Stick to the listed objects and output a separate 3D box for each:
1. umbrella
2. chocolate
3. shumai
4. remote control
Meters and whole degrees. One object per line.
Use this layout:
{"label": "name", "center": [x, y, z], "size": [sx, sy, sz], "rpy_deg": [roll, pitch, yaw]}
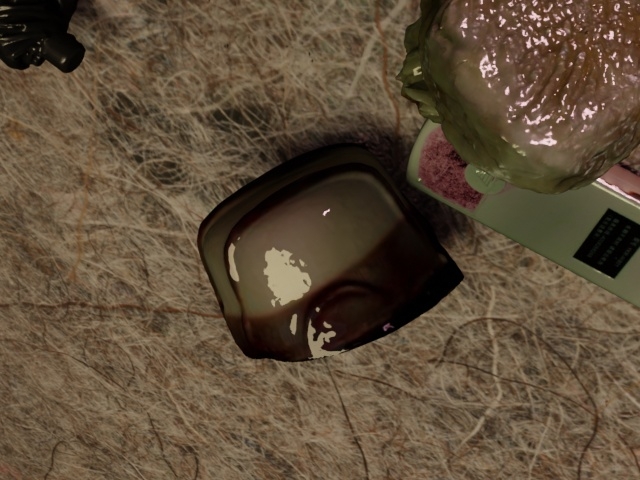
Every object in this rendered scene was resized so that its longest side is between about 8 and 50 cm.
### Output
{"label": "umbrella", "center": [-0.382, -0.286, 1.419], "size": [0.272, 0.122, 0.110], "rpy_deg": [35, 119, 9]}
{"label": "chocolate", "center": [0.000, 0.000, 1.390], "size": [0.283, 0.283, 0.186], "rpy_deg": [-7, 109, 37]}
{"label": "shumai", "center": [0.188, -0.134, 1.143], "size": [0.225, 0.261, 0.222], "rpy_deg": [0, 147, -13]}
{"label": "remote control", "center": [0.260, -0.040, 1.324], "size": [0.344, 0.050, 0.145], "rpy_deg": [29, 140, 3]}
